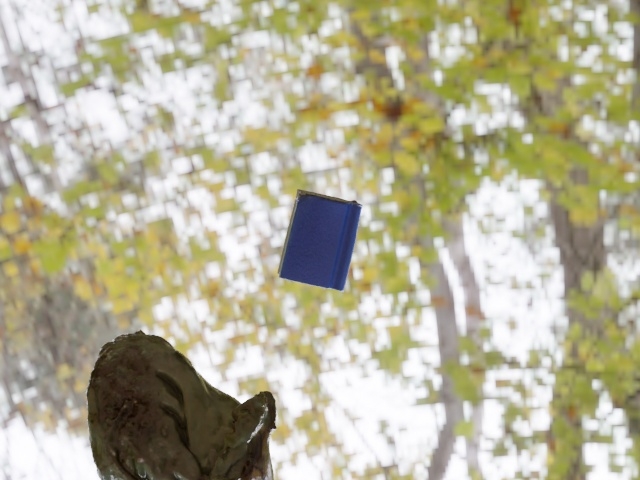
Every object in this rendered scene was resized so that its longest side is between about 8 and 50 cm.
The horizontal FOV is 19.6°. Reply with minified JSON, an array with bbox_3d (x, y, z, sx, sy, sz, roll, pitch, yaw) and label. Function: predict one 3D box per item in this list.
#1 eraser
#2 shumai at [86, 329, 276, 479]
[{"bbox_3d":[0.000,0.000,1.717,0.063,0.085,0.027,12,-172,-7],"label":"eraser"},{"bbox_3d":[-0.111,0.159,1.569,0.142,0.184,0.184,-13,-133,9],"label":"shumai"}]
